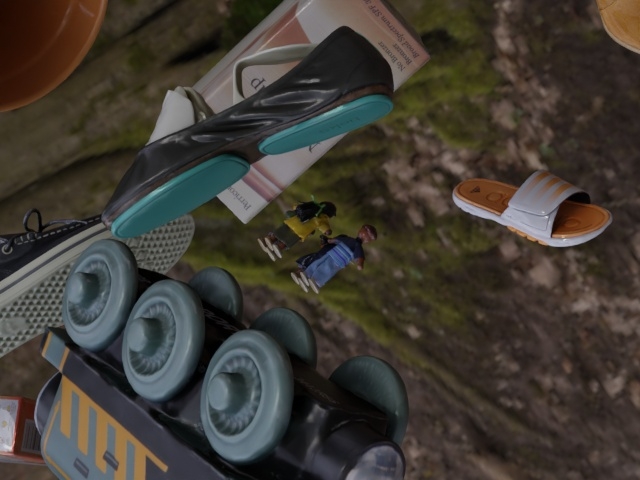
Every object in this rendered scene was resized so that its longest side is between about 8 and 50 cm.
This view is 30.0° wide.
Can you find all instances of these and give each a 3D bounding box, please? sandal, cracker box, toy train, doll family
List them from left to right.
[{"bbox_3d":[-0.399,0.214,1.353,0.155,0.232,0.067,39,-125,-65],"label":"cracker box"},{"bbox_3d":[-0.083,0.125,0.777,0.142,0.190,0.334,18,-174,-43],"label":"toy train"},{"bbox_3d":[0.000,0.000,1.561,0.193,0.111,0.076,45,163,37],"label":"doll family"},{"bbox_3d":[0.301,-0.064,1.764,0.265,0.102,0.076,19,136,38],"label":"sandal"}]

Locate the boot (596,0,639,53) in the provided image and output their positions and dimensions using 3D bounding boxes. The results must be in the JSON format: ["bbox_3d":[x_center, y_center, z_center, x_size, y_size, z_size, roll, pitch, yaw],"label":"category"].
[{"bbox_3d":[0.503,-0.432,1.898,0.295,0.104,0.211,41,150,22],"label":"boot"}]

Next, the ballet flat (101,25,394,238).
[{"bbox_3d":[-0.072,-0.099,1.029,0.095,0.280,0.096,46,-160,-74],"label":"ballet flat"}]

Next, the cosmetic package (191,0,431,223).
[{"bbox_3d":[-0.032,-0.182,1.406,0.153,0.296,0.129,43,-166,-17],"label":"cosmetic package"}]

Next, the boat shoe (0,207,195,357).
[{"bbox_3d":[-0.429,0.048,1.805,0.156,0.500,0.187,55,166,33],"label":"boat shoe"}]

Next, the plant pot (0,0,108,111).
[{"bbox_3d":[-0.455,-0.344,1.573,0.203,0.291,0.291,37,165,28],"label":"plant pot"}]
